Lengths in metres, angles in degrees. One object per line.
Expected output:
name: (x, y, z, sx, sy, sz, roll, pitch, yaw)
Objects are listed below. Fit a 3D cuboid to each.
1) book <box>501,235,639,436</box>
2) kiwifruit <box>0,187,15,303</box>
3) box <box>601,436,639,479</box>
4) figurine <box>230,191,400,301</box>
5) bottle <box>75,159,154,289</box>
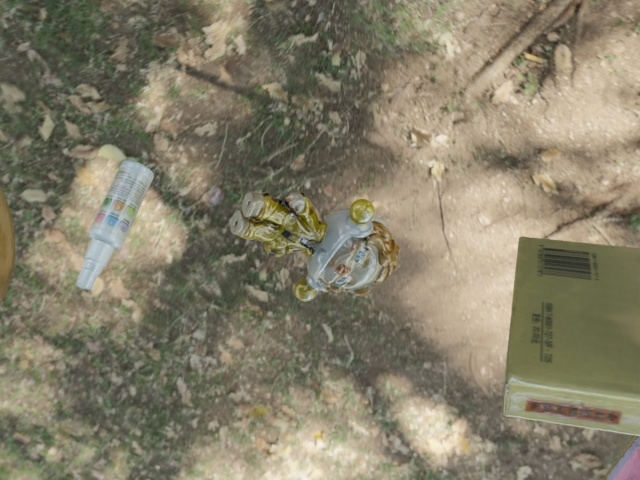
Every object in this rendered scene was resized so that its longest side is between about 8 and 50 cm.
book: (0.213, 0.049, 0.364, 0.230, 0.161, 0.026, 6, 115, 16)
kiwifruit: (-0.266, 0.006, 0.348, 0.196, 0.234, 0.196, 0, 90, 39)
box: (0.509, 0.291, 0.972, 0.240, 0.153, 0.074, -51, 133, -2)
figurine: (-0.004, 0.003, 0.602, 0.143, 0.068, 0.101, -1, 128, -13)
bottle: (-0.334, -0.024, 1.165, 0.060, 0.060, 0.217, 22, 69, -7)
